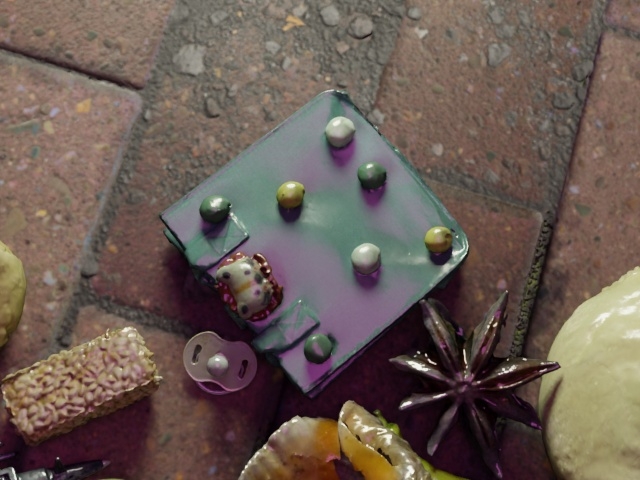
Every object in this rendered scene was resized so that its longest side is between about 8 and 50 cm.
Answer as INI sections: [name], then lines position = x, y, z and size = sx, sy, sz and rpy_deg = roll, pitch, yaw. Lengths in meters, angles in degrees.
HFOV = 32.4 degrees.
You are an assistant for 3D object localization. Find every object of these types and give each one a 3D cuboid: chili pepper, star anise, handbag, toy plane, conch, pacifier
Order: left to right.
[toy plane]
position = -0.339, 0.264, 1.149
size = 0.234, 0.082, 0.160
rpy_deg = -24, 52, -10
[pacifier]
position = -0.113, 0.139, 1.204
size = 0.083, 0.064, 0.068
rpy_deg = 18, 93, 1
[handbag]
position = 0.002, -0.002, 1.229
size = 0.274, 0.100, 0.268
rpy_deg = -37, 82, -12
[conch]
position = 0.039, 0.348, 1.100
size = 0.297, 0.210, 0.352
rpy_deg = -6, 37, -18
[chili pepper]
position = 0.133, 0.263, 1.206
size = 0.208, 0.043, 0.049
rpy_deg = 34, 48, 0
[star anise]
position = 0.167, 0.148, 1.195
size = 0.181, 0.061, 0.204
rpy_deg = -42, 90, 11

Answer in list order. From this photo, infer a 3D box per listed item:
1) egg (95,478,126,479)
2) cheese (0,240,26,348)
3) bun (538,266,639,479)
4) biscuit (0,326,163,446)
[egg]
position = -0.212, 0.358, 1.048
size = 0.238, 0.238, 0.289
rpy_deg = -4, 45, -5
[cheese]
position = -0.440, 0.059, 1.176
size = 0.226, 0.117, 0.214
rpy_deg = 33, 82, 0
[bun]
position = 0.425, 0.181, 1.164
size = 0.364, 0.202, 0.364
rpy_deg = 1, 73, -4
[biscuit]
position = -0.258, 0.156, 1.186
size = 0.169, 0.070, 0.082
rpy_deg = -24, 72, -8
